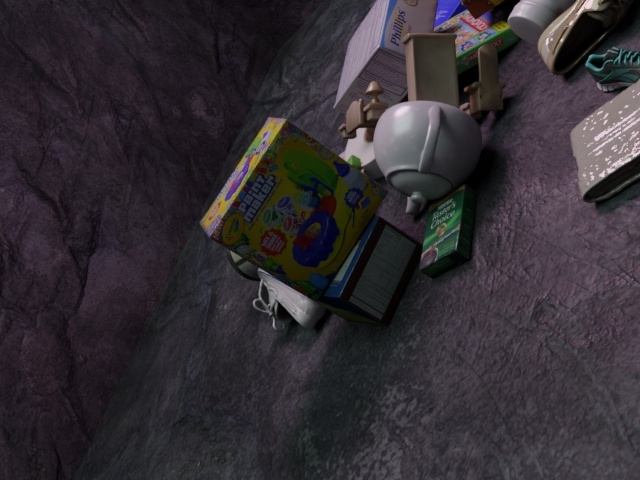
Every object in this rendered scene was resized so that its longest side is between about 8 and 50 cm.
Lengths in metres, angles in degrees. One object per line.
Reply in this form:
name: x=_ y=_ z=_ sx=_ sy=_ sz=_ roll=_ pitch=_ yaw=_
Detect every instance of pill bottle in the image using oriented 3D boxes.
pill bottle: x=0.525 y=-0.563 z=1.440 sx=0.272 sy=0.152 sz=0.152 roll=-57 pitch=21 yaw=0

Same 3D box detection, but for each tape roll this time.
tape roll: x=0.216 y=-0.352 z=1.934 sx=0.392 sy=0.072 sz=0.392 roll=-47 pitch=23 yaw=26

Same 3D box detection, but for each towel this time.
towel: x=0.525 y=-0.195 z=1.060 sx=0.282 sy=0.049 sz=0.187 roll=-40 pitch=25 yaw=39

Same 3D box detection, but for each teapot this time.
teapot: x=0.224 y=-0.172 z=1.444 sx=0.253 sy=0.256 sz=0.186 roll=-7 pitch=64 yaw=47

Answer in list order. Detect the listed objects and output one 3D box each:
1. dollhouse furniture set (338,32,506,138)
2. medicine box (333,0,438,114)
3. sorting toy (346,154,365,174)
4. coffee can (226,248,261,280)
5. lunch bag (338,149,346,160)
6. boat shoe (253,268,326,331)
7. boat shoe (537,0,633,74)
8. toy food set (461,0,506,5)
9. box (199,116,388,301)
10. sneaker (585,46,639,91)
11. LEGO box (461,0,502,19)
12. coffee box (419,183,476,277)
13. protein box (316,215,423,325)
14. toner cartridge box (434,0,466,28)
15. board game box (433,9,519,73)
dollhouse furniture set: x=0.228 y=-0.364 z=1.632 sx=0.355 sy=0.304 sz=0.173 roll=174 pitch=93 yaw=-77
medicine box: x=0.176 y=-0.507 z=1.833 sx=0.289 sy=0.149 sz=0.263 roll=-44 pitch=29 yaw=56
sorting toy: x=0.048 y=-0.087 z=1.822 sx=0.196 sy=0.047 sz=0.347 roll=-32 pitch=44 yaw=43
coffee can: x=-0.136 y=-0.008 z=2.031 sx=0.275 sy=0.202 sz=0.201 roll=-29 pitch=35 yaw=50
lunch bag: x=0.083 y=-0.242 z=2.097 sx=0.083 sy=0.053 sz=0.071 roll=-31 pitch=34 yaw=31
boat shoe: x=-0.098 y=0.169 z=1.818 sx=0.367 sy=0.136 sz=0.156 roll=20 pitch=81 yaw=59
boat shoe: x=0.552 y=-0.454 z=1.300 sx=0.302 sy=0.109 sz=0.098 roll=-49 pitch=27 yaw=35
toy food set: x=0.478 y=-0.695 z=1.841 sx=0.128 sy=0.071 sz=0.217 roll=-4 pitch=47 yaw=44
box: x=-0.063 y=-0.072 z=1.466 sx=0.289 sy=0.279 sz=0.177 roll=-57 pitch=20 yaw=1
sneaker: x=0.530 y=-0.305 z=1.164 sx=0.064 sy=0.076 sz=0.166 roll=-62 pitch=21 yaw=-11
LEGO box: x=0.528 y=-0.833 z=1.648 sx=0.500 sy=0.193 sz=0.372 roll=-31 pitch=32 yaw=29
coffee box: x=0.265 y=-0.020 z=1.388 sx=0.113 sy=0.040 sz=0.184 roll=-35 pitch=29 yaw=46
protein box: x=0.092 y=0.067 z=1.508 sx=0.201 sy=0.136 sz=0.200 roll=-62 pitch=21 yaw=-14
toner cartridge box: x=0.383 y=-0.710 z=2.077 sx=0.165 sy=0.075 sz=0.348 roll=-53 pitch=21 yaw=8
board game box: x=0.371 y=-0.529 z=1.779 sx=0.214 sy=0.046 sz=0.317 roll=-29 pitch=27 yaw=10
